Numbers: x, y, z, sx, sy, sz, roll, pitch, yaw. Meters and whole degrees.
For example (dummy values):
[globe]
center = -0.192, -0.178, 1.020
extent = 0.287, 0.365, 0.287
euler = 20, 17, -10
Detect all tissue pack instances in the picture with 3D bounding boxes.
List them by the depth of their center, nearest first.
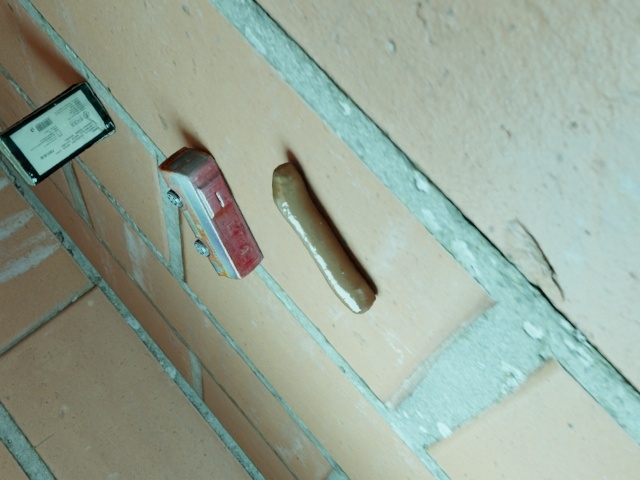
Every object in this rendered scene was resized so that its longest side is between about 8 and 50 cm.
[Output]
[tissue pack]
center = -0.439, -0.178, 1.277
extent = 0.103, 0.170, 0.090
euler = 57, 158, -17

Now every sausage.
[sausage]
center = 0.000, 0.000, 0.833
extent = 0.186, 0.043, 0.043
euler = 58, 158, -12

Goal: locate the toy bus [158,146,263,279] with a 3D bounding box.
[toy bus]
center = -0.146, -0.035, 1.055
extent = 0.077, 0.065, 0.192
euler = 12, 136, 44
